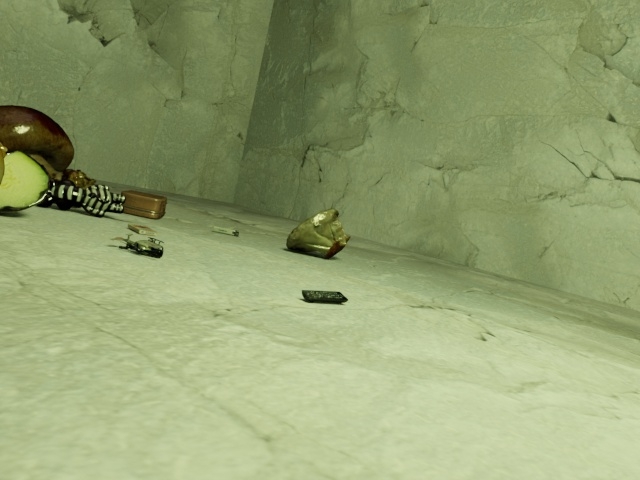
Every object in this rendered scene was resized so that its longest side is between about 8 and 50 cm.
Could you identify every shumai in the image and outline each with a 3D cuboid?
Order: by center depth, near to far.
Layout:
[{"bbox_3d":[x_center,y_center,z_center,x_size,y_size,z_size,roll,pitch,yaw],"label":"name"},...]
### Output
[{"bbox_3d":[0.000,0.000,1.627,0.120,0.201,0.201,57,21,16],"label":"shumai"}]

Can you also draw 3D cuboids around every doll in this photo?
[{"bbox_3d":[-0.642,-0.114,1.424,0.219,0.091,0.067,10,-18,-20],"label":"doll"}]

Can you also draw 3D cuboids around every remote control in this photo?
[{"bbox_3d":[0.007,0.101,0.931,0.091,0.016,0.034,8,22,-39],"label":"remote control"}]

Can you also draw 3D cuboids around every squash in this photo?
[{"bbox_3d":[-0.695,-0.100,1.172,0.184,0.085,0.192,38,45,18],"label":"squash"}]

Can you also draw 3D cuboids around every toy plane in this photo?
[{"bbox_3d":[-0.344,0.011,1.018,0.121,0.031,0.049,17,14,20],"label":"toy plane"}]

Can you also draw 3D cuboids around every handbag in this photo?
[{"bbox_3d":[-0.589,-0.120,1.749,0.151,0.072,0.193,12,6,-13],"label":"handbag"}]

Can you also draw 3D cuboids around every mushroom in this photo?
[{"bbox_3d":[-0.876,-0.226,1.573,0.334,0.356,0.331,-26,12,-5],"label":"mushroom"}]

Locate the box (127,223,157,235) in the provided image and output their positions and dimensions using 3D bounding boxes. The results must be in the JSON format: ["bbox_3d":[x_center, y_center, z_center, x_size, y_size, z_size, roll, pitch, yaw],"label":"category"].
[{"bbox_3d":[-0.446,-0.027,1.323,0.046,0.012,0.083,8,6,-40],"label":"box"}]

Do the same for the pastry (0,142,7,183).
[{"bbox_3d":[-0.740,-0.169,0.964,0.284,0.184,0.315,13,16,-4],"label":"pastry"}]

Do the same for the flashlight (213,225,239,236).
[{"bbox_3d":[-0.304,-0.030,1.709,0.083,0.018,0.018,12,5,-5],"label":"flashlight"}]
